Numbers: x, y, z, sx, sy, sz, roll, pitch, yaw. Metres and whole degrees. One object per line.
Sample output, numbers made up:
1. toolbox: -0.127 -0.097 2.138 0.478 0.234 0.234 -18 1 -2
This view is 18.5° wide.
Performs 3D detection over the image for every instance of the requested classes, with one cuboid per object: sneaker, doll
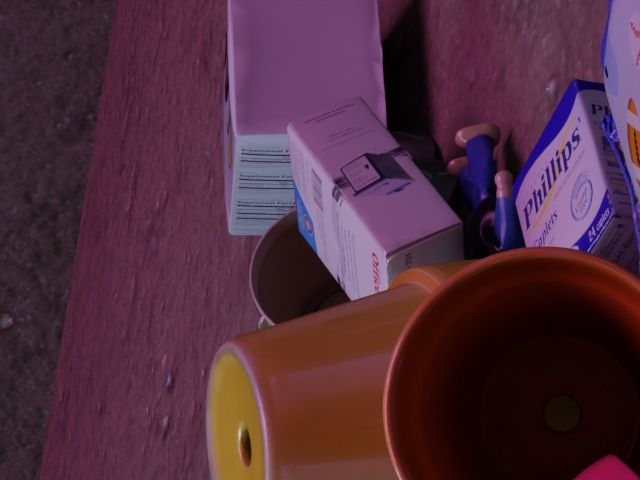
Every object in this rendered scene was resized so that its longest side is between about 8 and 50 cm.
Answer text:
1. sneaker: 0.092 -0.050 1.838 0.152 0.053 0.061 -105 22 -65
2. doll: 0.146 -0.014 1.650 0.129 0.046 0.189 101 163 -47

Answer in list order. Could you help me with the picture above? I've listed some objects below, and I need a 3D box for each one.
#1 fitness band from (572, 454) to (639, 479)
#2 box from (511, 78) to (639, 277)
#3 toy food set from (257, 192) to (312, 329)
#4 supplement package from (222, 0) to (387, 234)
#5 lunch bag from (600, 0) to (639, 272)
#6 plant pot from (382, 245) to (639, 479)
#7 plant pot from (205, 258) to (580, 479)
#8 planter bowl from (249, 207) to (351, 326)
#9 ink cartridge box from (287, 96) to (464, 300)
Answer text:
1. fitness band: 0.221 0.225 1.056 0.054 0.291 0.209 -41 48 -1
2. box: 0.205 -0.025 1.441 0.126 0.072 0.137 116 155 -44
3. toy food set: 0.000 0.000 1.959 0.038 0.132 0.192 56 142 38
4. supplement package: -0.021 -0.136 1.977 0.203 0.149 0.194 99 169 -62
5. lunch bag: 0.285 -0.057 0.953 0.385 0.239 0.328 -50 39 48
6. plant pot: 0.156 0.115 1.330 0.188 0.205 0.205 33 -118 -78
7. plant pot: 0.045 0.147 1.538 0.254 0.239 0.254 176 90 -71
8. planter bowl: 0.022 0.054 1.876 0.109 0.162 0.162 74 -172 -56
9. ink cartridge box: 0.049 -0.012 1.748 0.191 0.082 0.140 52 158 39
